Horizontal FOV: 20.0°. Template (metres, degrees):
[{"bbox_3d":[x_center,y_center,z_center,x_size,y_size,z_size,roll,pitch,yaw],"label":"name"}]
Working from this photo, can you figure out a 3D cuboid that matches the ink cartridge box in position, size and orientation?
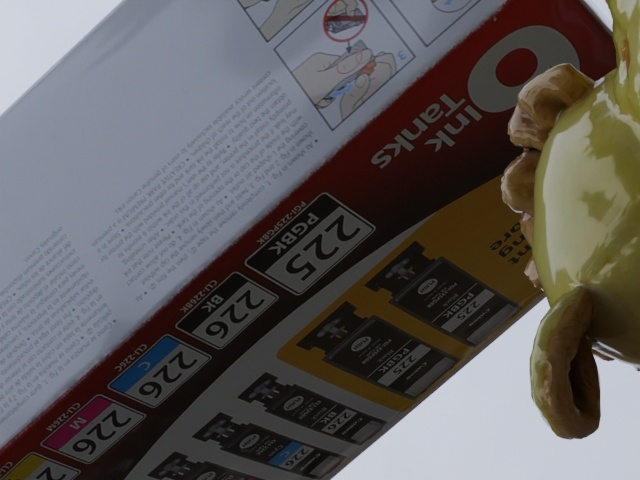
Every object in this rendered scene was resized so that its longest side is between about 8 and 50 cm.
[{"bbox_3d":[0.000,0.000,0.784,0.309,0.130,0.272,-42,-31,12],"label":"ink cartridge box"}]

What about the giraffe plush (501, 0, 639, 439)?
[{"bbox_3d":[0.108,-0.035,0.459,0.181,0.210,0.171,-5,-70,-35],"label":"giraffe plush"}]
